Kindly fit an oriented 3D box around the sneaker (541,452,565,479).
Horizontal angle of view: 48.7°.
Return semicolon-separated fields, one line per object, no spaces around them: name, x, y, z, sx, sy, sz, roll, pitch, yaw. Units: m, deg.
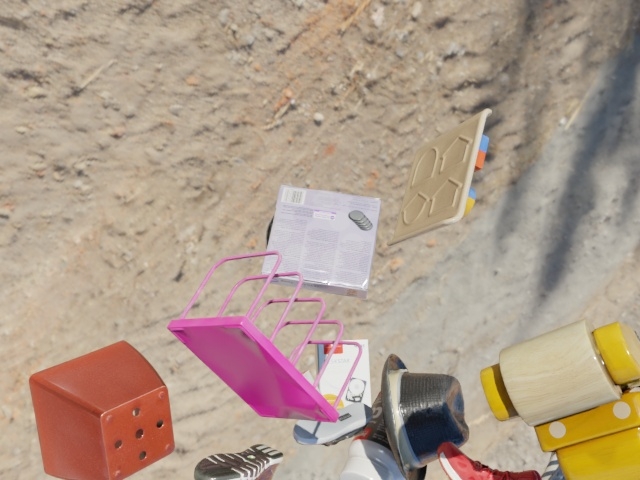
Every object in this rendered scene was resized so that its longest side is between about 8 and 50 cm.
sneaker;0.548;0.544;1.562;0.350;0.131;0.148;-56;163;-7

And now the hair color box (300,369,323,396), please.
hair color box;-0.028;0.423;1.874;0.043;0.141;0.072;-30;178;31

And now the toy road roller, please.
toy road roller;0.402;0.263;1.039;0.202;0.241;0.329;-27;154;25

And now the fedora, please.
fedora;0.250;0.396;1.598;0.152;0.334;0.334;-13;145;17

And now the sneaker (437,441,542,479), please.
sneaker;0.334;0.439;1.328;0.128;0.221;0.087;-51;165;21

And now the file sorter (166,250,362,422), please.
file sorter;-0.088;0.178;1.318;0.291;0.202;0.182;51;50;-30

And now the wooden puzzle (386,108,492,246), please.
wooden puzzle;0.326;-0.149;1.875;0.080;0.322;0.348;28;69;-17

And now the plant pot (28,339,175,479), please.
plant pot;-0.496;0.427;1.688;0.267;0.235;0.267;-19;112;-45

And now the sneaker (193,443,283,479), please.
sneaker;-0.190;0.571;1.610;0.281;0.106;0.163;10;96;-56

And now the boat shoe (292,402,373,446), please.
boat shoe;0.026;0.444;1.655;0.228;0.080;0.076;-11;126;-42

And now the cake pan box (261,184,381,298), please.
cake pan box;0.000;0.000;1.691;0.070;0.266;0.246;92;6;-63

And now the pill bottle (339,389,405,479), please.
pill bottle;0.169;0.518;1.804;0.283;0.161;0.161;-52;152;-40

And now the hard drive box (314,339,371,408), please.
hard drive box;0.076;0.461;2.445;0.181;0.232;0.089;-3;172;-6
